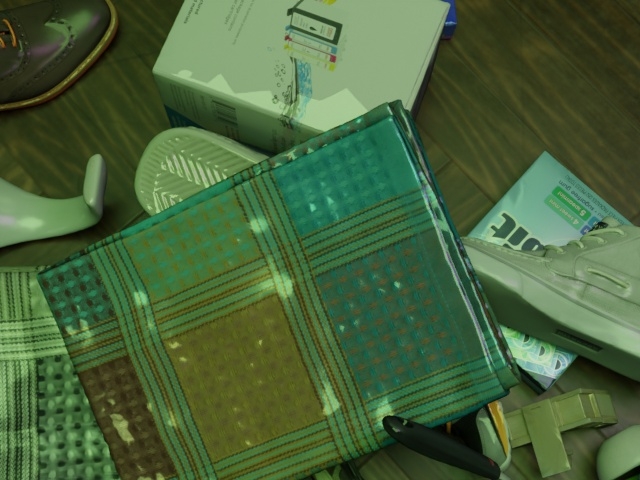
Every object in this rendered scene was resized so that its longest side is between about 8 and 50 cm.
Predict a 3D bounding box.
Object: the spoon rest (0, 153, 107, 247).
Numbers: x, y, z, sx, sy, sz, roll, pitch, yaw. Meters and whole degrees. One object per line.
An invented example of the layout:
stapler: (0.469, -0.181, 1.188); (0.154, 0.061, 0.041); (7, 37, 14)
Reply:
spoon rest: (-0.335, -0.034, 1.233); (0.276, 0.084, 0.137); (-2, 63, 12)

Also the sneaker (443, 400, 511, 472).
sneaker: (0.107, 0.133, 1.185); (0.083, 0.084, 0.215); (-31, 67, -8)

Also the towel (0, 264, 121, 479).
towel: (-0.268, 0.168, 1.184); (0.324, 0.056, 0.312); (-3, 75, 0)

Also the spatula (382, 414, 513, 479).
spatula: (0.160, 0.216, 1.092); (0.296, 0.084, 0.030); (35, 99, -30)

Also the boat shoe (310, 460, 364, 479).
boat shoe: (0.052, 0.254, 1.161); (0.049, 0.056, 0.152); (-43, 79, -5)

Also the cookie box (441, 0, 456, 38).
cookie box: (0.091, -0.263, 1.309); (0.092, 0.040, 0.107); (-3, 75, -1)

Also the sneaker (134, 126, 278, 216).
sneaker: (0.000, 0.000, 1.178); (0.350, 0.148, 0.131); (34, 98, 9)

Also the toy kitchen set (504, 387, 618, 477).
toy kitchen set: (0.233, 0.186, 1.190); (0.083, 0.075, 0.068); (-24, 70, 29)

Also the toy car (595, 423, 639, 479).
toy car: (0.351, 0.220, 1.129); (0.182, 0.136, 0.159); (-28, 77, -7)

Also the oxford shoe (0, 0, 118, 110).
oxford shoe: (-0.328, -0.183, 1.254); (0.271, 0.098, 0.097); (-30, 75, -11)

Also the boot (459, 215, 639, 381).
boot: (0.237, 0.030, 1.170); (0.258, 0.095, 0.123); (26, 71, -4)

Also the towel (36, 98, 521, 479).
towel: (-0.043, 0.075, 1.093); (0.370, 0.040, 0.271); (-24, 86, 12)

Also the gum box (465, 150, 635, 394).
gum box: (0.218, 0.031, 1.230); (0.157, 0.041, 0.184); (41, 78, 9)

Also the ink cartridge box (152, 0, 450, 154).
ink cartridge box: (-0.016, -0.164, 1.215); (0.232, 0.171, 0.168); (21, 76, 5)
